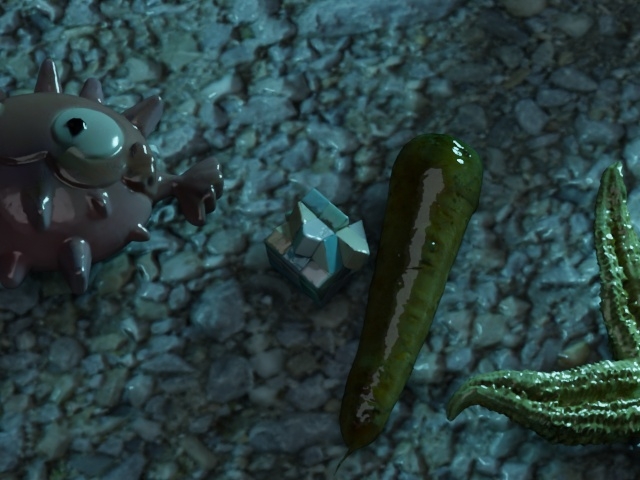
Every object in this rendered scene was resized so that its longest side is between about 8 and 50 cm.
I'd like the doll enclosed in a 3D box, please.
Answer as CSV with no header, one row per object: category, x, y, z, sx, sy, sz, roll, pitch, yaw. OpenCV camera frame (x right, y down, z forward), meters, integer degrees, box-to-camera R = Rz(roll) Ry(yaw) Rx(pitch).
doll,-0.210,-0.048,1.541,0.262,0.093,0.211,7,57,0

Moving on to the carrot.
carrot,0.061,0.053,1.519,0.078,0.078,0.298,17,71,6

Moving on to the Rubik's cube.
Rubik's cube,0.001,0.002,1.532,0.075,0.084,0.073,45,77,-1

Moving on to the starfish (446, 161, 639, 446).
starfish,0.298,0.112,1.490,0.347,0.078,0.358,40,60,20
